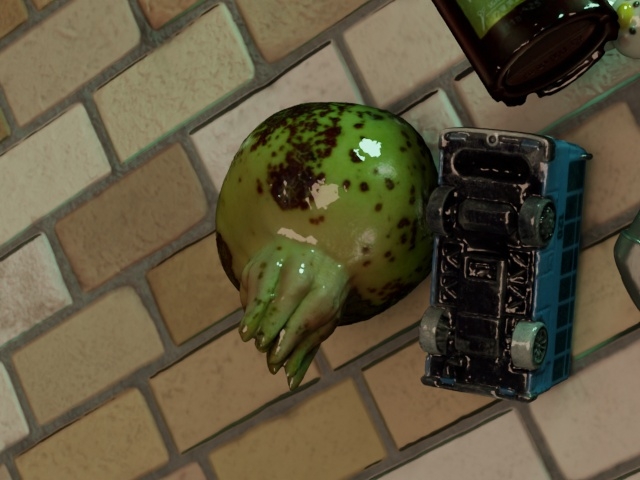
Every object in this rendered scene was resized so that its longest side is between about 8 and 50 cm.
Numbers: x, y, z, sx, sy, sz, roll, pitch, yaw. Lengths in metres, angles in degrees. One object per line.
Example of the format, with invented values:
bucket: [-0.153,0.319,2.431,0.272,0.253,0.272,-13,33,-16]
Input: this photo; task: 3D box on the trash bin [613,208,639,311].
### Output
trash bin: [0.363,-0.015,1.437,0.177,0.101,0.236,32,103,26]

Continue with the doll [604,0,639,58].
doll: [0.240,-0.196,1.508,0.207,0.081,0.129,7,85,26]

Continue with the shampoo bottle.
shampoo bottle: [0.139,-0.263,1.497,0.129,0.084,0.323,-35,51,14]

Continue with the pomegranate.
pomegranate: [-0.016,-0.006,1.542,0.204,0.276,0.222,39,143,22]

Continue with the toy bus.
toy bus: [0.166,0.015,1.521,0.116,0.133,0.234,8,100,29]
